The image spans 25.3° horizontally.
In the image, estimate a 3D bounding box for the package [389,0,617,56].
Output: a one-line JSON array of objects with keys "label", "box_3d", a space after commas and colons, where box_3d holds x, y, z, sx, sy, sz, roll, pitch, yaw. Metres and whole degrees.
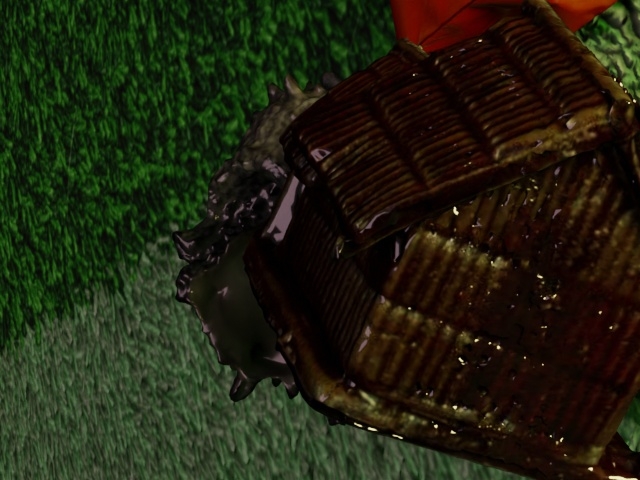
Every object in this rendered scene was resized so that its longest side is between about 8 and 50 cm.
[{"label": "package", "box_3d": [0.167, -0.261, 1.004, 0.423, 0.123, 0.195, -31, 61, 51]}]

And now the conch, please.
[{"label": "conch", "box_3d": [0.000, -0.002, 1.235, 0.241, 0.186, 0.313, 4, 76, 49]}]

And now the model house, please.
[{"label": "model house", "box_3d": [0.126, -0.024, 0.978, 0.317, 0.297, 0.282, -114, 37, -61]}]
